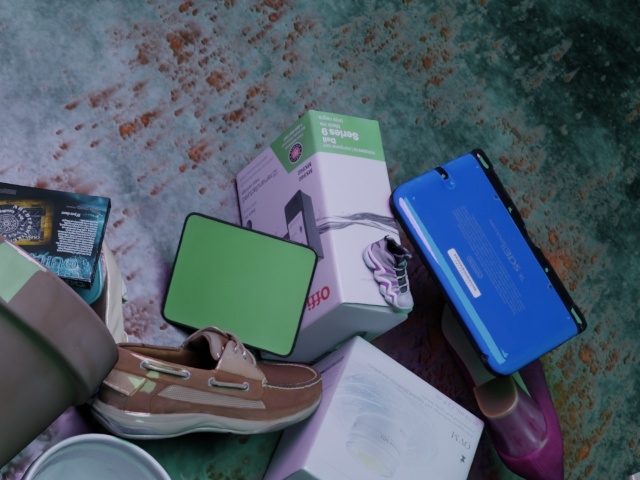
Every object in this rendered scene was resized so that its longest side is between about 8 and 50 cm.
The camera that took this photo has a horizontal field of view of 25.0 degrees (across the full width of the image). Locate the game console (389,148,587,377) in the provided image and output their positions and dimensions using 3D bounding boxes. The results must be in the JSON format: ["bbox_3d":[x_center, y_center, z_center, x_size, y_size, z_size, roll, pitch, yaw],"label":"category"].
[{"bbox_3d":[0.226,0.040,2.022,0.250,0.173,0.293,-26,81,-31],"label":"game console"}]

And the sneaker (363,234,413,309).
[{"bbox_3d":[0.100,0.038,1.843,0.038,0.069,0.098,-32,87,-41],"label":"sneaker"}]

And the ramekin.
[{"bbox_3d":[-0.272,0.338,1.675,0.207,0.109,0.207,17,56,-27],"label":"ramekin"}]

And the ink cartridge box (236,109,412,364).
[{"bbox_3d":[0.000,0.000,1.979,0.121,0.211,0.289,8,61,-33],"label":"ink cartridge box"}]

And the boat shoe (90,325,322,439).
[{"bbox_3d":[-0.126,0.170,1.781,0.324,0.123,0.116,-1,105,-41],"label":"boat shoe"}]

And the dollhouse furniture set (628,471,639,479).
[{"bbox_3d":[0.334,0.480,1.949,0.303,0.198,0.286,-11,72,-37],"label":"dollhouse furniture set"}]

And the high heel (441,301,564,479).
[{"bbox_3d":[0.271,0.195,2.112,0.181,0.127,0.377,56,21,-30],"label":"high heel"}]

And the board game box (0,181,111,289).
[{"bbox_3d":[-0.366,-0.009,1.808,0.186,0.026,0.126,9,59,0],"label":"board game box"}]

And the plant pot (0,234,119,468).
[{"bbox_3d":[-0.427,0.152,1.572,0.323,0.323,0.280,38,65,-11],"label":"plant pot"}]

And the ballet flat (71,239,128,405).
[{"bbox_3d":[-0.279,0.097,1.837,0.086,0.086,0.248,7,63,-31],"label":"ballet flat"}]

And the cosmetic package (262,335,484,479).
[{"bbox_3d":[0.069,0.291,1.916,0.224,0.138,0.225,35,52,-13],"label":"cosmetic package"}]

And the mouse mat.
[{"bbox_3d":[-0.107,0.058,1.895,0.189,0.153,0.007,17,7,11],"label":"mouse mat"}]
